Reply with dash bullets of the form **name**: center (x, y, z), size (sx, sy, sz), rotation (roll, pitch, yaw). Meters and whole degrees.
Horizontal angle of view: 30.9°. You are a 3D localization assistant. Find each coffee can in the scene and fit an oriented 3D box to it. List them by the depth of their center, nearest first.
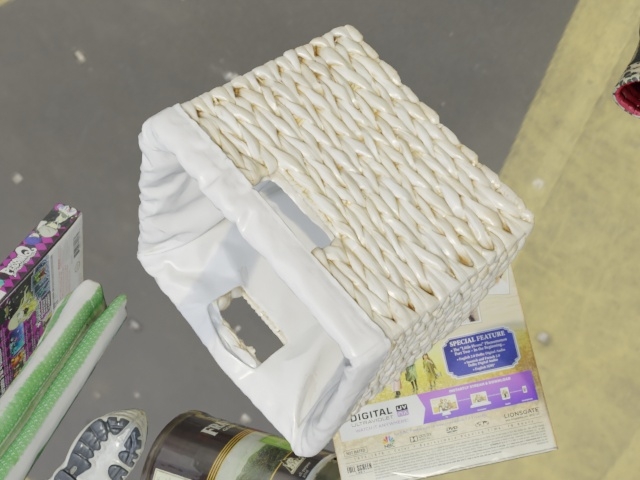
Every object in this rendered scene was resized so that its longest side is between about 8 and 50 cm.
- **coffee can**: center (-0.102, 0.384, 1.731), size (0.275, 0.201, 0.201), rotation (11, 132, 30)

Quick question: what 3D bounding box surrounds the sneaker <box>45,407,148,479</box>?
- **sneaker**: center (-0.324, 0.337, 1.564), size (0.107, 0.110, 0.275), rotation (43, 95, -2)

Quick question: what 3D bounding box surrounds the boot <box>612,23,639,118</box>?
- **boot**: center (0.445, -0.184, 1.249), size (0.236, 0.178, 0.085), rotation (20, 145, 18)

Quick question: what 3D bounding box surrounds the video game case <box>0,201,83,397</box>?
- **video game case**: center (-0.374, 0.098, 1.478), size (0.042, 0.210, 0.232), rotation (24, 138, 11)

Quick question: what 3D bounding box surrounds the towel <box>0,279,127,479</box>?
- **towel**: center (-0.225, 0.192, 0.659), size (0.038, 0.248, 0.325), rotation (32, 126, -7)

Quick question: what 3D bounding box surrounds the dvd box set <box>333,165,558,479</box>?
- **dvd box set**: center (0.138, 0.126, 1.658), size (0.308, 0.420, 0.062), rotation (-13, 167, 2)

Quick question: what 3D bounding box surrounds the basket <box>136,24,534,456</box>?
- **basket**: center (0.000, 0.000, 1.247), size (0.328, 0.266, 0.331), rotation (48, 156, 14)
